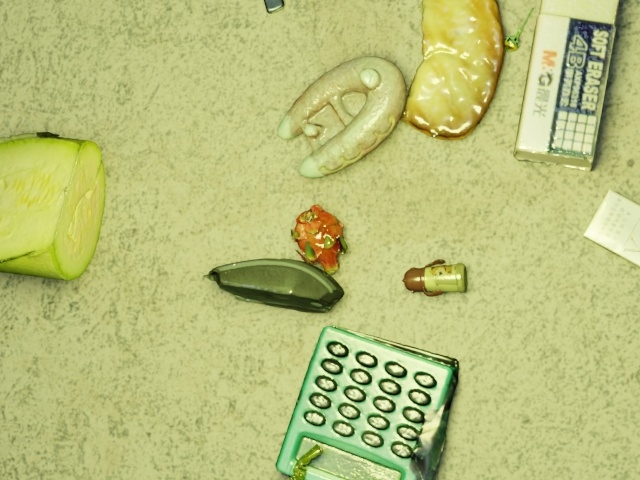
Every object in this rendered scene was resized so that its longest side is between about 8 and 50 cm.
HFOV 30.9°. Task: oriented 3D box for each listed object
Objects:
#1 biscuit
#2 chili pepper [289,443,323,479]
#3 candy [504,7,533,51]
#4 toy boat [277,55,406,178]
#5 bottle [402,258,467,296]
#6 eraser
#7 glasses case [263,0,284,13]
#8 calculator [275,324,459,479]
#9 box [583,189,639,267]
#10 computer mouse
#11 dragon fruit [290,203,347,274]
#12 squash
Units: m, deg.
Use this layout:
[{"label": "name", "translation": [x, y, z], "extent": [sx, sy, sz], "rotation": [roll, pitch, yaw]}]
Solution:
[{"label": "biscuit", "translation": [0.220, -0.308, 1.869], "extent": [0.154, 0.045, 0.299], "rotation": [9, 85, 15]}, {"label": "chili pepper", "translation": [-0.026, 0.353, 1.810], "extent": [0.027, 0.022, 0.083], "rotation": [36, 92, 13]}, {"label": "candy", "translation": [0.321, -0.341, 1.868], "extent": [0.025, 0.023, 0.083], "rotation": [19, 78, 52]}, {"label": "toy boat", "translation": [0.034, -0.207, 1.857], "extent": [0.227, 0.085, 0.155], "rotation": [-35, 65, 15]}, {"label": "bottle", "translation": [0.180, 0.062, 1.838], "extent": [0.101, 0.063, 0.047], "rotation": [-3, 114, 14]}, {"label": "eraser", "translation": [0.386, -0.262, 1.810], "extent": [0.130, 0.086, 0.287], "rotation": [11, 86, 11]}, {"label": "glasses case", "translation": [-0.084, -0.424, 1.955], "extent": [0.033, 0.023, 0.083], "rotation": [-15, 83, 1]}, {"label": "calculator", "translation": [0.078, 0.285, 1.831], "extent": [0.248, 0.058, 0.274], "rotation": [18, 88, 12]}, {"label": "box", "translation": [0.493, -0.004, 1.784], "extent": [0.154, 0.040, 0.084], "rotation": [30, 90, 14]}, {"label": "computer mouse", "translation": [-0.072, 0.062, 1.857], "extent": [0.231, 0.126, 0.071], "rotation": [8, 76, 14]}, {"label": "dragon fruit", "translation": [0.002, 0.001, 1.866], "extent": [0.086, 0.081, 0.116], "rotation": [-33, 102, 9]}, {"label": "squash", "translation": [-0.533, -0.062, 1.918], "extent": [0.308, 0.210, 0.234], "rotation": [10, 72, 8]}]
